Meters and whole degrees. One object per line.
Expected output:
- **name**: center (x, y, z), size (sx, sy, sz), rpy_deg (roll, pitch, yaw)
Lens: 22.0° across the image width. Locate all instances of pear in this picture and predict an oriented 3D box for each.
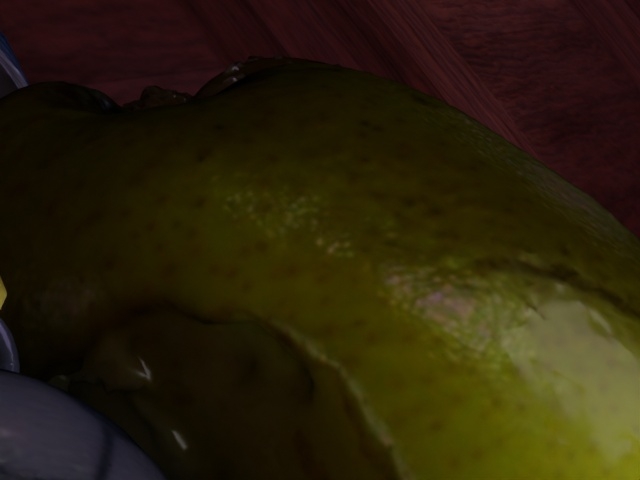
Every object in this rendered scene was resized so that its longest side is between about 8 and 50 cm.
- **pear**: center (-0.019, 0.039, 0.545), size (0.255, 0.238, 0.164), rpy_deg (53, 33, 5)

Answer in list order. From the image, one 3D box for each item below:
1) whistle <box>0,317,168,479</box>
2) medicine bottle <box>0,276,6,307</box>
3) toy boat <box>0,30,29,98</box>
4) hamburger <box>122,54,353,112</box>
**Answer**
- **whistle**: center (-0.096, 0.136, 0.408), size (0.163, 0.163, 0.290), rpy_deg (25, 45, -38)
- **medicine bottle**: center (-0.167, 0.041, 0.318), size (0.124, 0.239, 0.124), rpy_deg (37, 24, -20)
- **toy boat**: center (-0.159, -0.057, 0.687), size (0.105, 0.034, 0.149), rpy_deg (31, 31, -27)
- **hamburger**: center (0.000, 0.000, 0.755), size (0.215, 0.122, 0.189), rpy_deg (21, 39, -39)
